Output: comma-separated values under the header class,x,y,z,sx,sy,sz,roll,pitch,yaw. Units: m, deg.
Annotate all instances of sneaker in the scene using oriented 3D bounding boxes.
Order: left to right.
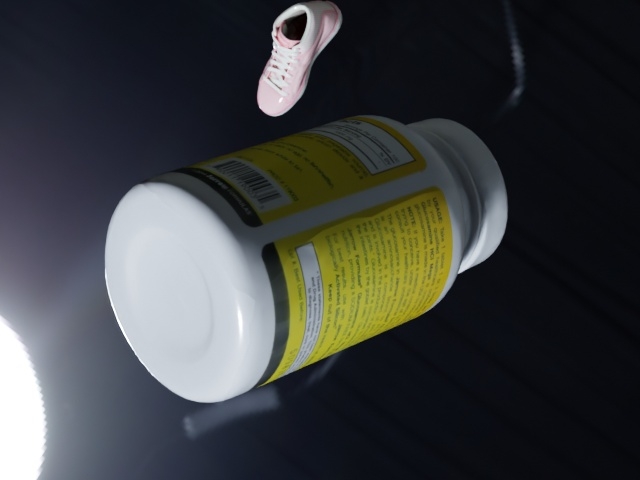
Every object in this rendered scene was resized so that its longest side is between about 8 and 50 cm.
class,x,y,z,sx,sy,sz,roll,pitch,yaw
sneaker,-0.035,-0.187,1.570,0.134,0.051,0.070,-56,-21,19

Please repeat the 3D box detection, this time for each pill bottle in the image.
class,x,y,z,sx,sy,sz,roll,pitch,yaw
pill bottle,0.000,0.000,1.317,0.334,0.188,0.188,-20,-18,-40
